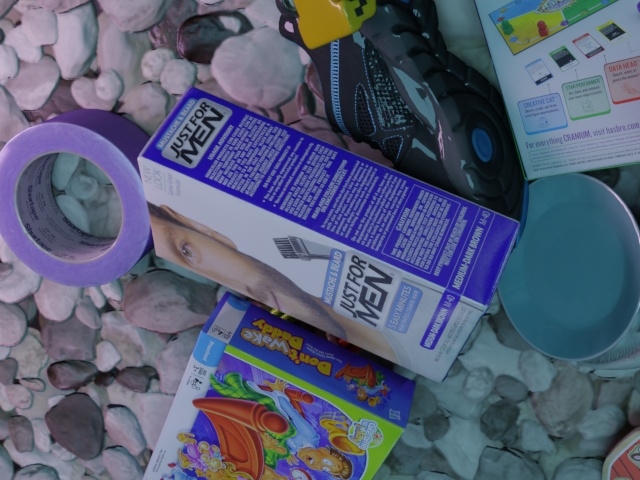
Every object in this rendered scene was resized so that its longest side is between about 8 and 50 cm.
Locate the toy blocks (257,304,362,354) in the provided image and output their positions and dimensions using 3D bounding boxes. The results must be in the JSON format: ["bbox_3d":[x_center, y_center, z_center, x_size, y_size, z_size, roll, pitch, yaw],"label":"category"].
[{"bbox_3d":[0.016,0.080,0.902,0.148,0.054,0.123,-40,99,21],"label":"toy blocks"}]

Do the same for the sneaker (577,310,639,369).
[{"bbox_3d":[0.411,0.033,0.769,0.236,0.130,0.323,1,148,-21],"label":"sneaker"}]

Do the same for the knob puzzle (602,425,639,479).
[{"bbox_3d":[0.395,0.283,0.873,0.213,0.030,0.213,20,133,22],"label":"knob puzzle"}]

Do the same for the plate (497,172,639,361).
[{"bbox_3d":[0.248,0.025,0.794,0.024,0.188,0.188,-1,116,-32],"label":"plate"}]

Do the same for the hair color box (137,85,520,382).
[{"bbox_3d":[0.000,0.000,0.786,0.339,0.110,0.185,25,150,9],"label":"hair color box"}]

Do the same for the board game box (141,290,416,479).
[{"bbox_3d":[-0.069,0.251,0.933,0.233,0.078,0.347,25,124,1],"label":"board game box"}]

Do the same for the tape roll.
[{"bbox_3d":[-0.265,-0.048,0.897,0.189,0.080,0.189,3,110,10],"label":"tape roll"}]

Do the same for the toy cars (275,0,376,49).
[{"bbox_3d":[-0.064,-0.334,0.696,0.394,0.087,0.176,48,152,23],"label":"toy cars"}]

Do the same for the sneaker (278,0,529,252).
[{"bbox_3d":[0.091,-0.127,0.795,0.139,0.125,0.341,-21,105,41],"label":"sneaker"}]

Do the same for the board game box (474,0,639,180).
[{"bbox_3d":[0.255,-0.223,0.686,0.242,0.064,0.316,-6,111,40],"label":"board game box"}]
